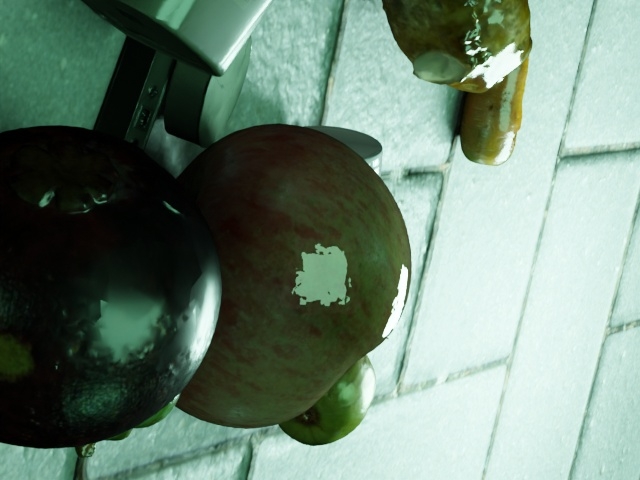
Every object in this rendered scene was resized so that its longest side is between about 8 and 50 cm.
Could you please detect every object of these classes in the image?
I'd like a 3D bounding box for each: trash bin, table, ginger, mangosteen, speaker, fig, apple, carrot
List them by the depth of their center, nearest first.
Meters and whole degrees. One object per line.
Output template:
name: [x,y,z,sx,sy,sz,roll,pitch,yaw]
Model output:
mangosteen: [-0.246,0.068,1.673,0.306,0.306,0.359,-36,148,-42]
trash bin: [-0.118,-0.313,1.746,0.250,0.219,0.220,-59,146,-4]
speaker: [-0.195,-0.131,1.872,0.040,0.046,0.191,20,90,-58]
apple: [-0.051,0.047,1.912,0.269,0.345,0.344,31,78,-17]
table: [-0.119,-0.167,1.930,0.133,0.043,0.133,21,90,-80]
ginger: [0.120,-0.335,2.122,0.254,0.176,0.418,-41,134,-33]
fig: [0.003,0.159,2.278,0.142,0.148,0.186,54,22,-38]
carrot: [0.236,-0.198,2.465,0.087,0.087,0.193,-14,117,-54]

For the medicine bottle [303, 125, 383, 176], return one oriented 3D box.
medicine bottle: [0.000,0.000,2.166,0.133,0.133,0.249,-25,127,-49]
